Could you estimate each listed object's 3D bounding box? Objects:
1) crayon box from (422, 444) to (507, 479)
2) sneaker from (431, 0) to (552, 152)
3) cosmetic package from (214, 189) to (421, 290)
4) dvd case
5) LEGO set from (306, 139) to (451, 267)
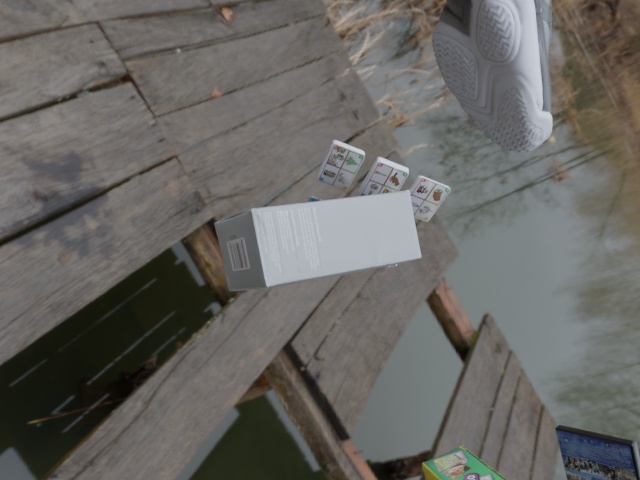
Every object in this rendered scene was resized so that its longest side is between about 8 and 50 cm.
[{"bbox_3d":[0.328,0.582,1.112,0.363,0.106,0.313,-168,-116,-74],"label":"crayon box"},{"bbox_3d":[0.155,-0.208,0.466,0.268,0.153,0.101,65,-14,-24],"label":"sneaker"},{"bbox_3d":[0.000,0.000,0.832,0.238,0.127,0.107,-12,89,-32],"label":"cosmetic package"},{"bbox_3d":[0.631,0.541,1.402,0.022,0.180,0.253,-23,102,-37],"label":"dvd case"},{"bbox_3d":[0.066,-0.044,0.977,0.182,0.244,0.060,20,47,-6],"label":"LEGO set"}]
